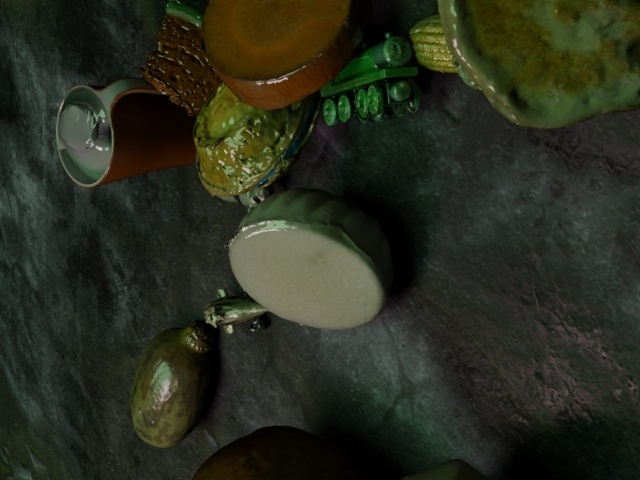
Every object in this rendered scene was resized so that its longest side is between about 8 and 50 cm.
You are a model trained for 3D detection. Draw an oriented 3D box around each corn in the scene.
[{"bbox_3d":[0.186,-0.266,1.647,0.165,0.063,0.085,9,133,55],"label":"corn"}]

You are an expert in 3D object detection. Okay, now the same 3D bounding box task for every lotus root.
[{"bbox_3d":[-0.296,0.282,2.445,0.173,0.173,0.309,45,127,36],"label":"lotus root"}]

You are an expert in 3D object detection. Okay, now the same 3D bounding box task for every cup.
[{"bbox_3d":[-0.332,-0.209,2.204,0.226,0.264,0.182,-50,62,39],"label":"cup"}]

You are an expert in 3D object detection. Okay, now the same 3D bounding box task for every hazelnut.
[{"bbox_3d":[-0.045,0.516,2.008,0.421,0.353,0.421,26,141,23],"label":"hazelnut"}]

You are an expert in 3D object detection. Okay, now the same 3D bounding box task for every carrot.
[{"bbox_3d":[-0.052,-0.323,1.825,0.307,0.100,0.258,18,79,49],"label":"carrot"}]

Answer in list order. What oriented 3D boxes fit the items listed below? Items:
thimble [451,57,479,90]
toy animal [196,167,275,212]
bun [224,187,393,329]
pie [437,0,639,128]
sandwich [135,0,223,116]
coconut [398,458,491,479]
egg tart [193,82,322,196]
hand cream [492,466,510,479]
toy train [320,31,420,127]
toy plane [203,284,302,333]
[{"bbox_3d":[0.255,-0.251,1.481,0.190,0.143,0.137,-41,69,53],"label":"thimble"},{"bbox_3d":[-0.146,-0.119,2.133,0.225,0.094,0.121,26,123,46],"label":"toy animal"},{"bbox_3d":[0.000,0.000,1.904,0.263,0.175,0.263,14,143,11],"label":"bun"},{"bbox_3d":[0.282,-0.282,1.320,0.077,0.339,0.339,-90,9,-59],"label":"pie"},{"bbox_3d":[-0.211,-0.296,2.131,0.235,0.159,0.079,39,166,4],"label":"sandwich"},{"bbox_3d":[0.158,0.498,1.665,0.415,0.344,0.415,13,121,22],"label":"coconut"},{"bbox_3d":[-0.117,-0.195,1.949,0.291,0.107,0.291,-30,45,35],"label":"egg tart"},{"bbox_3d":[0.248,0.411,1.811,0.065,0.043,0.171,53,137,29],"label":"hand cream"},{"bbox_3d":[0.068,-0.232,1.778,0.251,0.085,0.119,176,88,-67],"label":"toy train"},{"bbox_3d":[-0.121,0.123,2.185,0.286,0.108,0.092,-7,94,43],"label":"toy plane"}]
